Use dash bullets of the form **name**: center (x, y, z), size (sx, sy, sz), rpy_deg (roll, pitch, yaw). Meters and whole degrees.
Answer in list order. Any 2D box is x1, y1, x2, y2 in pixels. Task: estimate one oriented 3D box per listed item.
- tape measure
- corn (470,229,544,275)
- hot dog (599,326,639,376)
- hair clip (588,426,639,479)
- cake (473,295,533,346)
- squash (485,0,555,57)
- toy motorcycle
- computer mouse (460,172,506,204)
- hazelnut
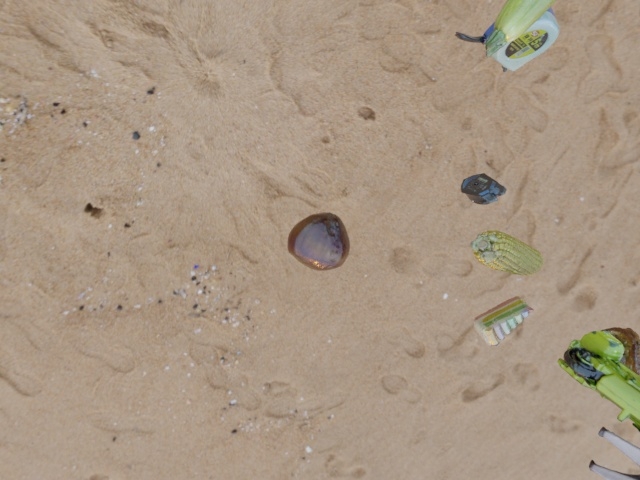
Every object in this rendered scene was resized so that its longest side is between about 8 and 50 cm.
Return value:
- **tape measure**: center (0.591, -0.662, 1.306), size (0.351, 0.215, 0.098), rpy_deg (2, 71, -41)
- **corn**: center (0.717, 0.056, 1.577), size (0.387, 0.144, 0.144), rpy_deg (16, 107, -34)
- **hot dog**: center (1.139, 0.465, 1.588), size (0.122, 0.272, 0.196), rpy_deg (24, 148, -23)
- **hair clip**: center (0.696, 0.496, 0.800), size (0.085, 0.330, 0.101), rpy_deg (36, 83, -20)
- **cake**: center (0.706, 0.299, 1.629), size (0.225, 0.109, 0.090), rpy_deg (-44, 109, 5)
- **squash**: center (0.574, -0.646, 1.173), size (0.137, 0.137, 0.288), rpy_deg (36, 87, -24)
- **toy motorcycle**: center (0.737, 0.348, 0.949), size (0.206, 0.342, 0.142), rpy_deg (4, 117, -38)
- **computer mouse**: center (0.420, -0.127, 1.077), size (0.079, 0.135, 0.047), rpy_deg (-41, 123, -2)
- **hazelnut**: center (0.000, 0.000, 1.241), size (0.203, 0.178, 0.178), rpy_deg (13, 108, -35)
